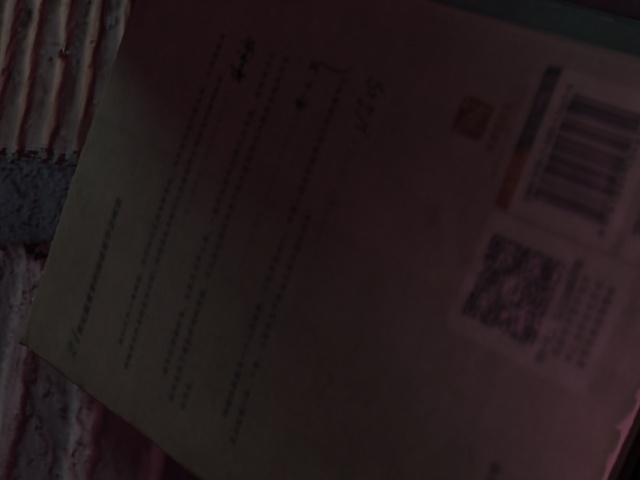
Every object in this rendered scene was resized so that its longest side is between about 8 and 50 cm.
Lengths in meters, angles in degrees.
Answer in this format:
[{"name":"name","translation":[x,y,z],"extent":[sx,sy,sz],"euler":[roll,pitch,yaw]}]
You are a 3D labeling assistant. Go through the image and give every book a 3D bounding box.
[{"name":"book","translation":[0.000,0.000,0.420],"extent":[0.283,0.025,0.214],"euler":[29,102,41]}]
